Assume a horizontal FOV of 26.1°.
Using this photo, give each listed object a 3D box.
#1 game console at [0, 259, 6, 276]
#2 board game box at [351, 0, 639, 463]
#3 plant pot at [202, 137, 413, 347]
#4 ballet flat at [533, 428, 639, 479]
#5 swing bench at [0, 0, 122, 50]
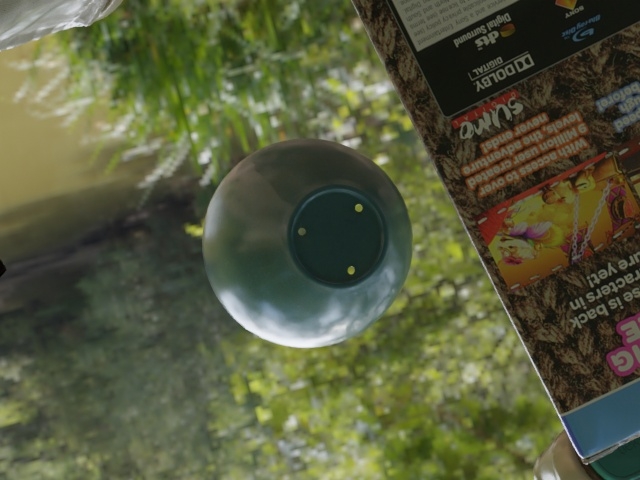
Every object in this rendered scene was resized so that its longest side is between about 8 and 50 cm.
[{"bbox_3d":[-0.490,0.045,1.418,0.044,0.213,0.361,-47,-176,31],"label":"game console"},{"bbox_3d":[0.168,-0.076,0.713,0.232,0.291,0.141,-26,-176,5],"label":"board game box"},{"bbox_3d":[0.000,0.000,1.824,0.290,0.290,0.195,-15,-179,-13],"label":"plant pot"},{"bbox_3d":[0.258,0.144,1.026,0.248,0.086,0.086,-11,177,-32],"label":"ballet flat"},{"bbox_3d":[-0.340,-0.249,1.260,0.254,0.165,0.253,29,-141,30],"label":"swing bench"}]
